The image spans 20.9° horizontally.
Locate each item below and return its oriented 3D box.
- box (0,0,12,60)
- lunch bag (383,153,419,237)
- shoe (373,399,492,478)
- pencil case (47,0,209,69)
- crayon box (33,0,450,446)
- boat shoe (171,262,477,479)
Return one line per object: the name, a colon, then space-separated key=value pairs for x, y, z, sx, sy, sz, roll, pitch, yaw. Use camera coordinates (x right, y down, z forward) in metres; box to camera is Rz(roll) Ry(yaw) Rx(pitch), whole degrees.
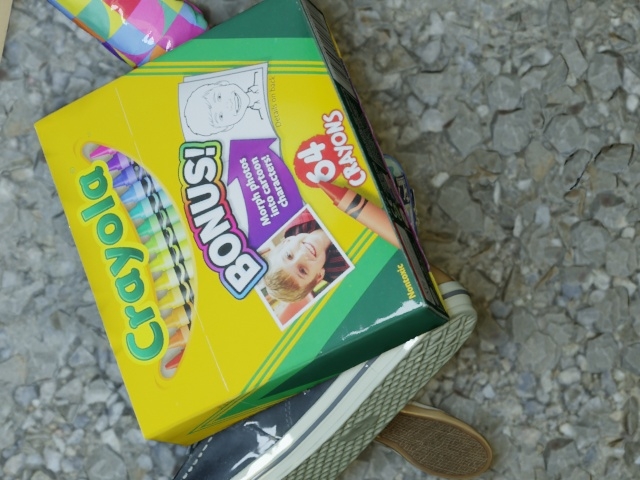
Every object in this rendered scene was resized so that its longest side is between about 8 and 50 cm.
box: x=-0.425 y=-0.220 z=1.787 sx=0.201 sy=0.021 sz=0.164 roll=8 pitch=115 yaw=-16
lunch bag: x=0.000 y=0.000 z=1.922 sx=0.219 sy=0.090 sz=0.176 roll=-11 pitch=101 yaw=-14
shoe: x=0.096 y=0.208 z=1.974 sx=0.219 sy=0.058 sz=0.076 roll=22 pitch=111 yaw=-15
pencil case: x=-0.227 y=-0.268 z=1.832 sx=0.236 sy=0.104 sz=0.104 roll=41 pitch=83 yaw=-16
crayon box: x=-0.085 y=-0.022 z=1.750 sx=0.313 sy=0.106 sz=0.363 roll=-26 pitch=71 yaw=13
boat shoe: x=-0.050 y=0.188 z=1.853 sx=0.500 sy=0.187 sz=0.156 roll=-47 pitch=68 yaw=15
